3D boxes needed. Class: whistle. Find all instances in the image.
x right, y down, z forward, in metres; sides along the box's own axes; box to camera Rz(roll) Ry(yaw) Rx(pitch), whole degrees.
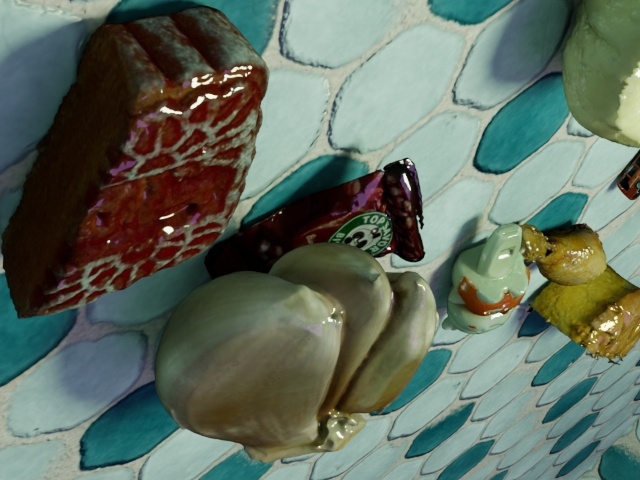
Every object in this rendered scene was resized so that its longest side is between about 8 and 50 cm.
[{"bbox_3d":[0.234,0.059,1.565,0.102,0.106,0.253,-44,160,-32],"label":"whistle"}]

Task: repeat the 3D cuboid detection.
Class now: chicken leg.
[{"bbox_3d":[0.345,0.018,1.672,0.107,0.087,0.251,-44,150,25],"label":"chicken leg"}]

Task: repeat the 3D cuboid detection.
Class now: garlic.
[{"bbox_3d":[-0.030,0.109,1.139,0.279,0.132,0.325,-13,141,-17],"label":"garlic"}]

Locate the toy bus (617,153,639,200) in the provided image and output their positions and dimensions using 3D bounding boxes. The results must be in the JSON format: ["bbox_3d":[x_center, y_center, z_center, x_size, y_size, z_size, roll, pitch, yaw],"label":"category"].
[{"bbox_3d":[0.493,-0.113,1.704,0.031,0.043,0.110,-8,138,-53],"label":"toy bus"}]

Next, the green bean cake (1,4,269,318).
[{"bbox_3d":[-0.144,-0.059,0.871,0.198,0.097,0.233,-20,148,-36],"label":"green bean cake"}]

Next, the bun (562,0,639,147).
[{"bbox_3d":[0.360,-0.230,1.219,0.259,0.152,0.259,-27,139,-26],"label":"bun"}]

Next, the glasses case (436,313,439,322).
[{"bbox_3d":[0.020,0.120,1.404,0.313,0.070,0.131,2,132,-55],"label":"glasses case"}]

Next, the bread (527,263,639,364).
[{"bbox_3d":[0.483,0.113,1.930,0.260,0.160,0.147,12,115,-55],"label":"bread"}]

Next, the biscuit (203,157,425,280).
[{"bbox_3d":[0.001,0.004,1.192,0.235,0.063,0.151,-21,149,-2],"label":"biscuit"}]
